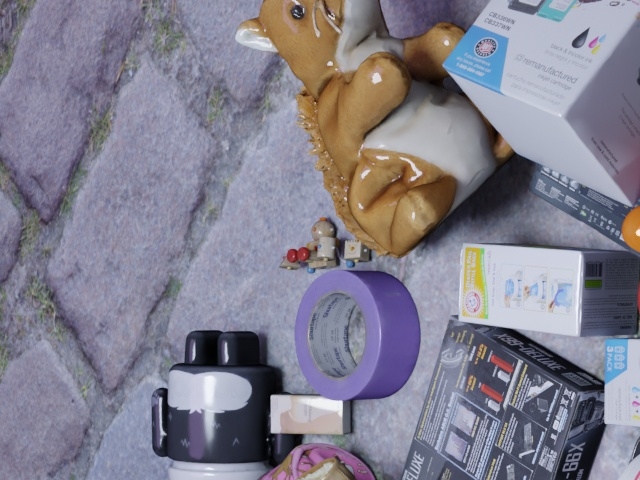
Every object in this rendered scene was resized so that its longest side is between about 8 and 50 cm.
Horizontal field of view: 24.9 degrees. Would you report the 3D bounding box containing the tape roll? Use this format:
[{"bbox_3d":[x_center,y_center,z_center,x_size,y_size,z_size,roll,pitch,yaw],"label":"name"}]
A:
[{"bbox_3d":[0.051,0.137,2.097,0.189,0.080,0.189,-4,84,49],"label":"tape roll"}]

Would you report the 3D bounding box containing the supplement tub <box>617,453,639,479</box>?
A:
[{"bbox_3d":[0.456,0.322,1.528,0.272,0.191,0.191,1,89,50],"label":"supplement tub"}]

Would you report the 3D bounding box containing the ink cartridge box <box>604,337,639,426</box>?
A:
[{"bbox_3d":[0.419,0.166,1.678,0.181,0.061,0.104,-3,86,49],"label":"ink cartridge box"}]

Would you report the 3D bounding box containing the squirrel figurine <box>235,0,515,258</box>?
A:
[{"bbox_3d":[0.053,-0.176,1.911,0.370,0.281,0.397,47,159,4],"label":"squirrel figurine"}]

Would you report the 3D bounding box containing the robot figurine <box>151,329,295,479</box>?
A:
[{"bbox_3d":[-0.154,0.280,2.263,0.209,0.173,0.278,-5,84,64],"label":"robot figurine"}]

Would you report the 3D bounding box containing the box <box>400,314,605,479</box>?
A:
[{"bbox_3d":[0.229,0.282,1.884,0.242,0.076,0.307,30,110,46],"label":"box"}]

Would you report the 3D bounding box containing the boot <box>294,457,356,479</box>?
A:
[{"bbox_3d":[0.034,0.441,1.978,0.269,0.089,0.236,44,119,-11],"label":"boot"}]

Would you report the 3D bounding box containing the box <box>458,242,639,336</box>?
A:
[{"bbox_3d":[0.281,0.059,1.804,0.203,0.114,0.103,4,93,50],"label":"box"}]

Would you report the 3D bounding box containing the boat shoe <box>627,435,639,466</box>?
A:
[{"bbox_3d":[0.381,0.287,1.734,0.046,0.038,0.125,24,106,47],"label":"boat shoe"}]

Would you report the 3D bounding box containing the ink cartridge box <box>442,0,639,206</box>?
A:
[{"bbox_3d":[0.323,-0.223,1.636,0.198,0.197,0.270,31,82,46],"label":"ink cartridge box"}]

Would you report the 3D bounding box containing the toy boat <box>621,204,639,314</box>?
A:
[{"bbox_3d":[0.381,-0.005,1.533,0.151,0.151,0.231,5,92,56],"label":"toy boat"}]

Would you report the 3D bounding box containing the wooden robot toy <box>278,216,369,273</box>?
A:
[{"bbox_3d":[0.000,0.000,2.177,0.173,0.076,0.079,-11,69,48],"label":"wooden robot toy"}]

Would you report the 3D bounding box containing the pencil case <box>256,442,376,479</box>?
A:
[{"bbox_3d":[-0.071,0.453,2.159,0.386,0.167,0.160,-48,45,37],"label":"pencil case"}]

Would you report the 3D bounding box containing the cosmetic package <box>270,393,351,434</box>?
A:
[{"bbox_3d":[-0.014,0.258,2.157,0.115,0.041,0.060,-3,87,19],"label":"cosmetic package"}]

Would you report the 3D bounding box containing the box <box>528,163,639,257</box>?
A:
[{"bbox_3d":[0.374,-0.097,1.748,0.232,0.059,0.183,36,115,45],"label":"box"}]
